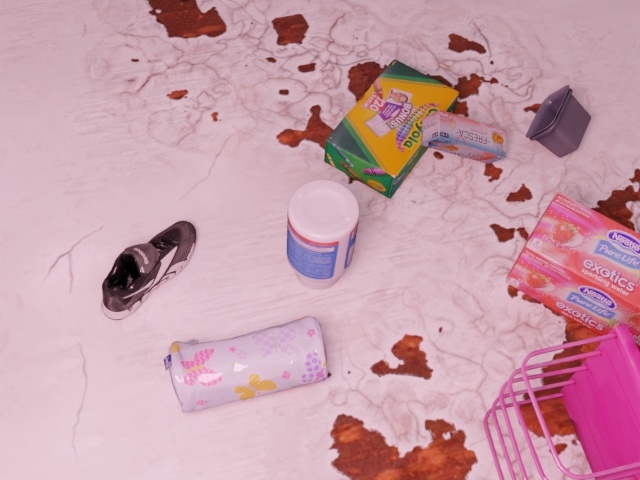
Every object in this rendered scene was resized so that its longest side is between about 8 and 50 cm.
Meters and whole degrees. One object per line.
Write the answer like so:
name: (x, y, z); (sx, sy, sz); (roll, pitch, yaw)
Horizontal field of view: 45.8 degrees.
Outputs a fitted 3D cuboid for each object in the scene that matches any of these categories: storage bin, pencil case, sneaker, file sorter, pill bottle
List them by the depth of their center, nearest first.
file sorter: (0.381, 0.294, 1.170); (0.182, 0.291, 0.202); (-11, 61, -7)
pencil case: (-0.123, 0.208, 1.292); (0.272, 0.114, 0.124); (-10, 41, -9)
pill bottle: (0.000, 0.000, 1.357); (0.124, 0.222, 0.124); (2, 59, -3)
sneaker: (-0.312, 0.038, 1.383); (0.078, 0.106, 0.234); (35, 63, 15)
storage bin: (0.510, -0.244, 1.618); (0.091, 0.098, 0.135); (40, 61, -12)

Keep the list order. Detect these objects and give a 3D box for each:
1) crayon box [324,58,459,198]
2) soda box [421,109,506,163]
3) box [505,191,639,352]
crayon box: (0.150, -0.238, 1.588); (0.165, 0.081, 0.278); (31, 62, 14)
soda box: (0.294, -0.209, 1.544); (0.183, 0.058, 0.063); (11, 75, -28)
box: (0.521, 0.065, 1.397); (0.299, 0.142, 0.154); (31, 62, 14)
